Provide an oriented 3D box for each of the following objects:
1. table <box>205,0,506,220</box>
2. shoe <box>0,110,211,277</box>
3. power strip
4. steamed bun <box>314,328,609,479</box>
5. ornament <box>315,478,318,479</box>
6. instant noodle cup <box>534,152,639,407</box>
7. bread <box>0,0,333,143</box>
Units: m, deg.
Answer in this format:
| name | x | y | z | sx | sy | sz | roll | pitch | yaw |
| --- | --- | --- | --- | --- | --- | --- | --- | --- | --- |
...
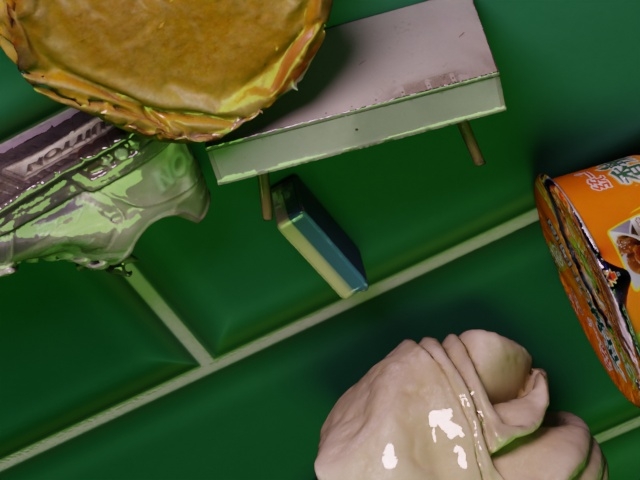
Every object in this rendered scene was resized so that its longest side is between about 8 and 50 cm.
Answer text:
| name | x | y | z | sx | sy | sz | roll | pitch | yaw |
| --- | --- | --- | --- | --- | --- | --- | --- | --- | --- |
| table | 0.029 | -0.103 | 1.383 | 0.240 | 0.121 | 0.111 | -14 | 132 | 4 |
| shoe | -0.226 | -0.008 | 1.427 | 0.293 | 0.109 | 0.149 | -29 | 124 | 10 |
| power strip | 0.000 | 0.000 | 1.510 | 0.032 | 0.056 | 0.123 | -30 | 129 | 14 |
| steamed bun | 0.162 | 0.212 | 1.602 | 0.289 | 0.276 | 0.203 | 38 | 106 | -7 |
| ornament | 0.073 | 0.315 | 1.779 | 0.203 | 0.088 | 0.081 | 19 | 121 | -22 |
| instant noodle cup | 0.318 | 0.013 | 1.479 | 0.182 | 0.230 | 0.230 | -22 | 131 | -2 |
| bread | -0.122 | -0.195 | 1.245 | 0.253 | 0.142 | 0.227 | 26 | 108 | -41 |
